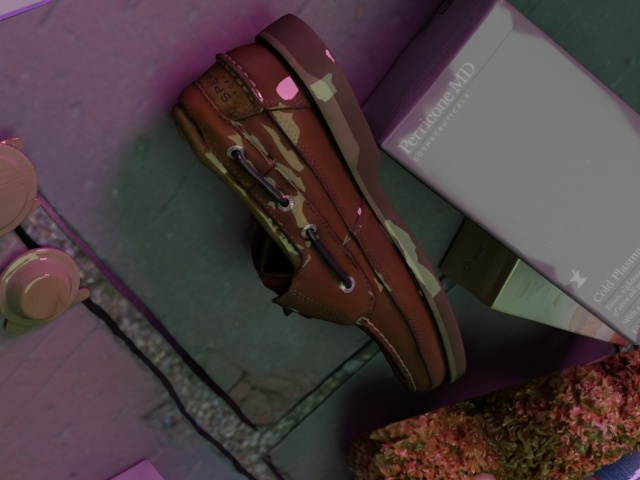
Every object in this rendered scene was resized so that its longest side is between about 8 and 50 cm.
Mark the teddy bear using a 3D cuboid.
[{"bbox_3d":[0.194,0.164,0.996,0.338,0.113,0.245,-11,166,-35],"label":"teddy bear"}]

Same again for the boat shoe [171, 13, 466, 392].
[{"bbox_3d":[0.000,0.000,0.812,0.104,0.111,0.307,-35,122,-9],"label":"boat shoe"}]

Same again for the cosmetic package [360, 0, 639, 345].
[{"bbox_3d":[0.153,-0.052,0.823,0.238,0.107,0.127,34,97,-20],"label":"cosmetic package"}]

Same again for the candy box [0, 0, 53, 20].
[{"bbox_3d":[-0.224,-0.132,0.496,0.164,0.196,0.070,-25,129,-21],"label":"candy box"}]

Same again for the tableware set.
[{"bbox_3d":[-0.216,0.022,0.718,0.141,0.020,0.169,-30,130,-17],"label":"tableware set"}]

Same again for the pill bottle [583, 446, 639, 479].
[{"bbox_3d":[0.286,0.239,1.168,0.160,0.087,0.087,-30,130,-17],"label":"pill bottle"}]

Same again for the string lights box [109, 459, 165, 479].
[{"bbox_3d":[-0.099,0.302,0.895,0.076,0.133,0.260,-28,130,-20],"label":"string lights box"}]

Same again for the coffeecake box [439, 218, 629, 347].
[{"bbox_3d":[0.207,-0.004,0.975,0.185,0.068,0.142,17,105,-41],"label":"coffeecake box"}]
